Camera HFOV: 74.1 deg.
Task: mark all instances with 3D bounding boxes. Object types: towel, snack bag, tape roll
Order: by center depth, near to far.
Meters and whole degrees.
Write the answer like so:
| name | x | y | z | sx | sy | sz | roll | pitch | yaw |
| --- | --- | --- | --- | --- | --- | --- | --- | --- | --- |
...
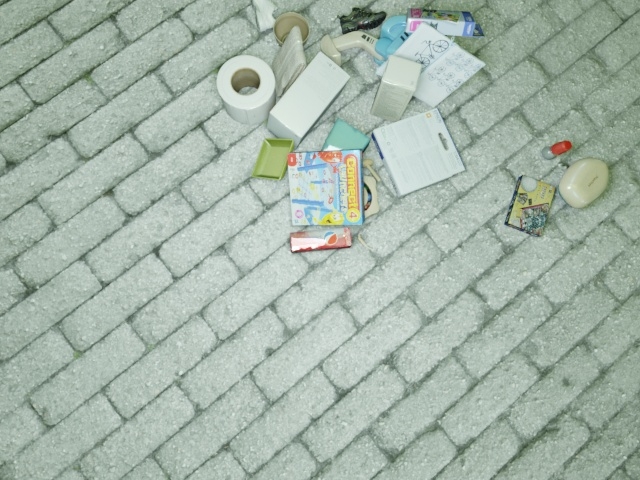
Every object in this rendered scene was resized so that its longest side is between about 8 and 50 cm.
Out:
| name | x | y | z | sx | sy | sz | roll | pitch | yaw |
| --- | --- | --- | --- | --- | --- | --- | --- | --- | --- |
| snack bag | 0.456 | -0.730 | 1.793 | 0.342 | 0.323 | 0.037 | 22 | 62 | -23 |
| towel | -0.143 | -0.759 | 1.829 | 0.049 | 0.282 | 0.187 | -3 | 76 | -27 |
| tape roll | -0.318 | -0.654 | 1.854 | 0.246 | 0.169 | 0.246 | 1 | 81 | -4 |

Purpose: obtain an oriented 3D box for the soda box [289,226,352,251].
| name | x | y | z | sx | sy | sz | roll | pitch | yaw |
| --- | --- | --- | --- | --- | --- | --- | --- | --- | --- |
| soda box | 0.000 | 0.000 | 1.824 | 0.263 | 0.092 | 0.083 | -5 | 82 | -4 |

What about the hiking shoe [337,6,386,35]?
| name | x | y | z | sx | sy | sz | roll | pitch | yaw |
| --- | --- | --- | --- | --- | --- | --- | --- | --- | --- |
| hiking shoe | 0.195 | -1.049 | 1.983 | 0.227 | 0.086 | 0.114 | -19 | 87 | -5 |

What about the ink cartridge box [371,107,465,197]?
| name | x | y | z | sx | sy | sz | roll | pitch | yaw |
| --- | --- | --- | --- | --- | --- | --- | --- | --- | --- |
| ink cartridge box | 0.441 | -0.399 | 1.922 | 0.330 | 0.071 | 0.324 | -21 | 83 | -9 |

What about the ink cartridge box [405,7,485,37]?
| name | x | y | z | sx | sy | sz | roll | pitch | yaw |
| --- | --- | --- | --- | --- | --- | --- | --- | --- | --- |
| ink cartridge box | 0.504 | -0.885 | 1.717 | 0.311 | 0.065 | 0.186 | 9 | 41 | 4 |

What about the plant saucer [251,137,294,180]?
| name | x | y | z | sx | sy | sz | roll | pitch | yaw |
| --- | --- | --- | --- | --- | --- | --- | --- | --- | --- |
| plant saucer | -0.197 | -0.348 | 1.842 | 0.188 | 0.045 | 0.188 | 14 | 83 | 40 |

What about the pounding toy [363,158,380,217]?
| name | x | y | z | sx | sy | sz | roll | pitch | yaw |
| --- | --- | --- | --- | --- | --- | --- | --- | --- | --- |
| pounding toy | 0.169 | -0.221 | 1.834 | 0.154 | 0.155 | 0.270 | -6 | 83 | -9 |

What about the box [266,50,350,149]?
| name | x | y | z | sx | sy | sz | roll | pitch | yaw |
| --- | --- | --- | --- | --- | --- | --- | --- | --- | --- |
| box | -0.059 | -0.593 | 1.830 | 0.168 | 0.215 | 0.345 | 38 | 81 | -7 |

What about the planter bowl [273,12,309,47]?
| name | x | y | z | sx | sy | sz | roll | pitch | yaw |
| --- | --- | --- | --- | --- | --- | --- | --- | --- | --- |
| planter bowl | -0.131 | -0.932 | 1.934 | 0.162 | 0.109 | 0.162 | 0 | 82 | -3 |

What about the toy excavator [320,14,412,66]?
| name | x | y | z | sx | sy | sz | roll | pitch | yaw |
| --- | --- | --- | --- | --- | --- | --- | --- | --- | --- |
| toy excavator | 0.283 | -0.884 | 1.927 | 0.445 | 0.222 | 0.433 | 38 | 79 | 15 |

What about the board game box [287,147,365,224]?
| name | x | y | z | sx | sy | sz | roll | pitch | yaw |
| --- | --- | --- | --- | --- | --- | --- | --- | --- | --- |
| board game box | 0.027 | -0.219 | 1.767 | 0.302 | 0.086 | 0.308 | -1 | 104 | 14 |

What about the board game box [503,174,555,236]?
| name | x | y | z | sx | sy | sz | roll | pitch | yaw |
| --- | --- | --- | --- | --- | --- | --- | --- | --- | --- |
| board game box | 0.955 | -0.157 | 1.935 | 0.165 | 0.042 | 0.243 | 22 | 81 | -1 |

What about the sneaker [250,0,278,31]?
| name | x | y | z | sx | sy | sz | roll | pitch | yaw |
| --- | --- | --- | --- | --- | --- | --- | --- | --- | --- |
| sneaker | -0.258 | -1.088 | 1.967 | 0.115 | 0.090 | 0.232 | -14 | 92 | -12 |

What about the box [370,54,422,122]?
| name | x | y | z | sx | sy | sz | roll | pitch | yaw |
| --- | --- | --- | --- | --- | --- | --- | --- | --- | --- |
| box | 0.317 | -0.641 | 1.822 | 0.148 | 0.311 | 0.121 | 18 | 81 | -1 |

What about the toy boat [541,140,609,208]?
| name | x | y | z | sx | sy | sz | roll | pitch | yaw |
| --- | --- | --- | --- | --- | --- | --- | --- | --- | --- |
| toy boat | 1.149 | -0.315 | 1.929 | 0.267 | 0.148 | 0.318 | -39 | 92 | -11 |

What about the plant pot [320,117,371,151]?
| name | x | y | z | sx | sy | sz | roll | pitch | yaw |
| --- | --- | --- | --- | --- | --- | --- | --- | --- | --- |
| plant pot | 0.082 | -0.375 | 1.852 | 0.165 | 0.166 | 0.234 | 33 | 93 | 1 |
